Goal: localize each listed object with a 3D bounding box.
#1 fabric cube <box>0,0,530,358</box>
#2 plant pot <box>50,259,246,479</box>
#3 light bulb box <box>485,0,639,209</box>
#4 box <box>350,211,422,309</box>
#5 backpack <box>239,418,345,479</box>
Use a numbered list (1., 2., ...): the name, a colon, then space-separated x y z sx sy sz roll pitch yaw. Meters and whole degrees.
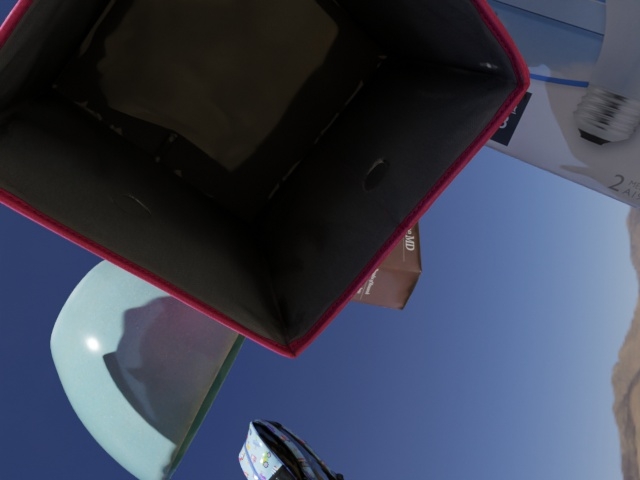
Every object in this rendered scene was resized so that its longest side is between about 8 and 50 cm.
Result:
1. fabric cube: -0.060 -0.122 0.389 0.254 0.258 0.259 36 -79 -25
2. plant pot: -0.208 0.125 0.621 0.291 0.195 0.290 -64 0 1
3. light bulb box: 0.313 -0.276 0.523 0.225 0.357 0.361 -45 -25 -46
4. box: 0.000 0.000 0.988 0.143 0.380 0.191 106 173 -48
5. backpack: -0.065 0.378 0.797 0.117 0.173 0.158 -50 -26 -4
